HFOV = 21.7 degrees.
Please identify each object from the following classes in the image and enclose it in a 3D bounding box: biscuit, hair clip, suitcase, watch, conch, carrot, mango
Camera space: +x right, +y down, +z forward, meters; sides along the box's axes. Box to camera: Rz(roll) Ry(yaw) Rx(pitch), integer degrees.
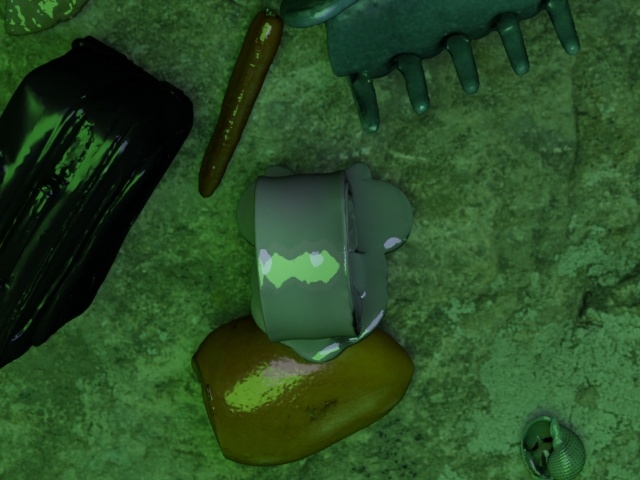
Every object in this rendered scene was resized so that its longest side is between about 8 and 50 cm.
[{"bbox_3d":[-0.306,-0.358,1.964,0.133,0.032,0.250,8,105,10],"label":"biscuit"},{"bbox_3d":[0.129,-0.300,1.826,0.318,0.392,0.238,-21,127,9],"label":"hair clip"},{"bbox_3d":[-0.309,-0.047,1.897,0.188,0.339,0.345,33,106,0],"label":"suitcase"},{"bbox_3d":[0.000,0.000,1.895,0.211,0.217,0.248,-3,71,4],"label":"watch"},{"bbox_3d":[0.290,0.258,2.066,0.076,0.056,0.085,-11,84,28],"label":"conch"},{"bbox_3d":[-0.099,-0.162,1.998,0.043,0.043,0.248,22,108,-1],"label":"carrot"},{"bbox_3d":[-0.017,0.165,2.028,0.257,0.138,0.187,-20,85,-4],"label":"mango"}]
